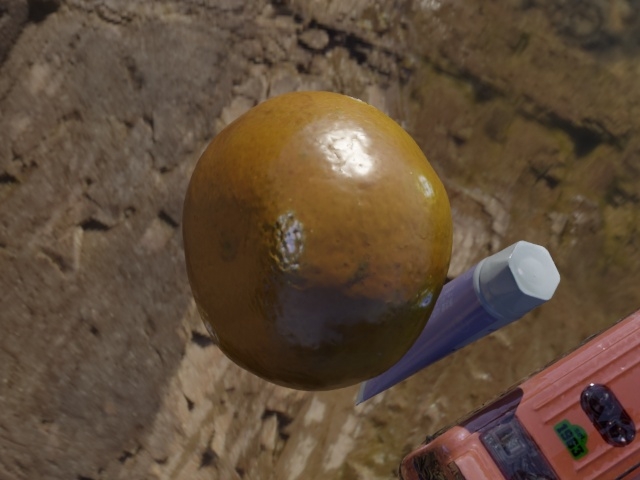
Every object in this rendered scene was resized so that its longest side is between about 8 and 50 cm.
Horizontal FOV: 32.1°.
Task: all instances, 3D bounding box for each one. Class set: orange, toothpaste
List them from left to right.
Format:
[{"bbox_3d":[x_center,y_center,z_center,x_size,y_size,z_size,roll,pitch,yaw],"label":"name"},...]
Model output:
[{"bbox_3d":[0.000,0.000,0.579,0.124,0.156,0.156,-7,73,-41],"label":"orange"},{"bbox_3d":[0.148,0.102,1.388,0.080,0.371,0.125,30,55,-18],"label":"toothpaste"}]

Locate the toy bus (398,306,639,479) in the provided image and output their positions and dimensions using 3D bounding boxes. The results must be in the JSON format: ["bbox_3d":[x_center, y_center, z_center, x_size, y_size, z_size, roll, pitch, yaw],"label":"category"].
[{"bbox_3d":[0.321,0.243,1.384,0.427,0.233,0.203,-29,74,-15],"label":"toy bus"}]
